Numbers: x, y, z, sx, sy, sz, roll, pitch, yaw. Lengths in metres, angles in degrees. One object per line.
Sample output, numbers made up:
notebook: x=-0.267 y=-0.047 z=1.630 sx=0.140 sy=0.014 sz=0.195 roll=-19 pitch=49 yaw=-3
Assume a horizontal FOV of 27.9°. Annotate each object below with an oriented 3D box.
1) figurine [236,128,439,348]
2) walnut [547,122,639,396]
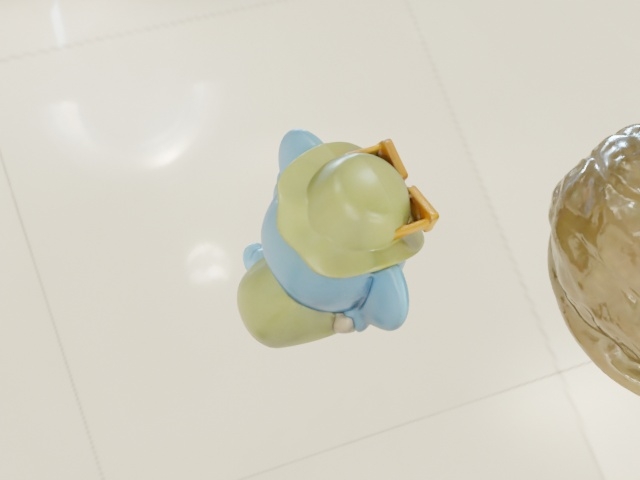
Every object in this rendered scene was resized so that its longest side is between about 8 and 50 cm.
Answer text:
figurine: x=-0.003 y=0.002 z=1.192 sx=0.153 sy=0.262 sz=0.180 roll=12 pitch=70 yaw=-27
walnut: x=0.353 y=0.014 z=1.175 sx=0.285 sy=0.296 sz=0.285 roll=-1 pitch=86 yaw=16
